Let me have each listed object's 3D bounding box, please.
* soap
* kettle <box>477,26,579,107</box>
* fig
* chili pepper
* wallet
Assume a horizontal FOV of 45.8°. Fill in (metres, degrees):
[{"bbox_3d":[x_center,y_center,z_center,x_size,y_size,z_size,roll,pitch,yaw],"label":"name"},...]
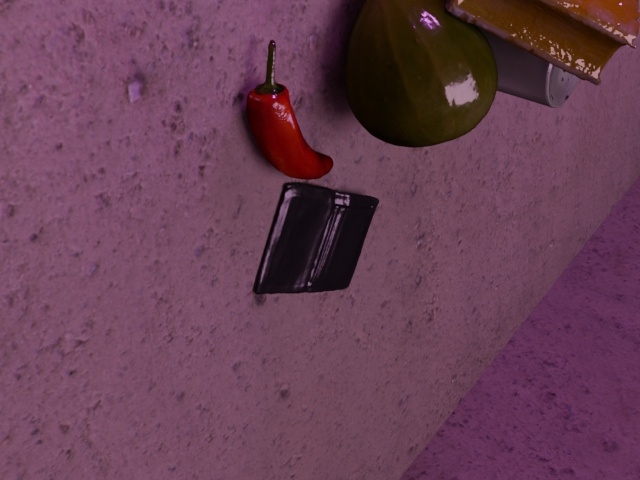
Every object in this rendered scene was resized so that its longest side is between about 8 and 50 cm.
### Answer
[{"bbox_3d":[0.416,-0.486,1.418,0.156,0.335,0.293,127,-18,-56],"label":"soap"},{"bbox_3d":[0.392,-0.431,1.660,0.265,0.318,0.205,-15,124,-50],"label":"kettle"},{"bbox_3d":[0.179,-0.342,1.460,0.316,0.316,0.316,-34,137,-39],"label":"fig"},{"bbox_3d":[-0.062,-0.198,1.404,0.368,0.092,0.137,62,40,-60],"label":"chili pepper"},{"bbox_3d":[0.000,0.000,1.652,0.323,0.041,0.247,1,110,-52],"label":"wallet"}]
